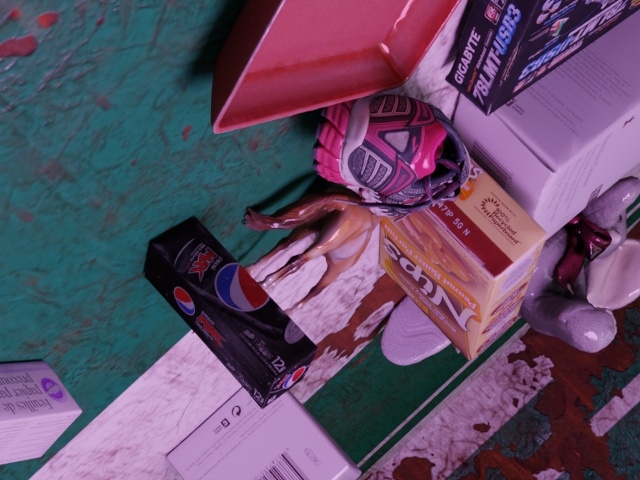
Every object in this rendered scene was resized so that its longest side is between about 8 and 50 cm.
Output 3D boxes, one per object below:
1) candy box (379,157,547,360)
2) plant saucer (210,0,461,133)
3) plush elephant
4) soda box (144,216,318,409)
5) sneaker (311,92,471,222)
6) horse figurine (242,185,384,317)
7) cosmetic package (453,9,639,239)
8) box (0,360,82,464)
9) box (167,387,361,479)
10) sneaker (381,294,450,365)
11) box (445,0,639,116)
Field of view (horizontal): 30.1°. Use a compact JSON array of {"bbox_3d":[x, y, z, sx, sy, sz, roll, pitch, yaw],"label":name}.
[{"bbox_3d":[0.160,0.012,1.429,0.087,0.183,0.316,-38,162,-13],"label":"candy box"},{"bbox_3d":[0.041,-0.208,0.890,0.258,0.048,0.259,-21,152,-49],"label":"plant saucer"},{"bbox_3d":[0.347,-0.007,1.669,0.255,0.272,0.330,-38,175,-11],"label":"plush elephant"},{"bbox_3d":[-0.081,0.062,1.045,0.053,0.169,0.060,-33,160,-33],"label":"soda box"},{"bbox_3d":[0.093,-0.072,1.144,0.299,0.112,0.121,4,102,-68],"label":"sneaker"},{"bbox_3d":[0.000,0.000,1.250,0.174,0.066,0.263,-40,163,-3],"label":"horse figurine"},{"bbox_3d":[0.337,-0.180,1.413,0.385,0.156,0.217,-36,159,-17],"label":"cosmetic package"},{"bbox_3d":[-0.307,0.142,0.915,0.067,0.063,0.324,-46,162,14],"label":"box"},{"bbox_3d":[-0.073,0.303,1.599,0.181,0.182,0.119,-42,161,-4],"label":"box"},{"bbox_3d":[0.210,0.108,1.889,0.268,0.101,0.153,-44,160,-6],"label":"sneaker"},{"bbox_3d":[0.274,-0.294,1.152,0.295,0.073,0.293,-34,161,-28],"label":"box"}]
